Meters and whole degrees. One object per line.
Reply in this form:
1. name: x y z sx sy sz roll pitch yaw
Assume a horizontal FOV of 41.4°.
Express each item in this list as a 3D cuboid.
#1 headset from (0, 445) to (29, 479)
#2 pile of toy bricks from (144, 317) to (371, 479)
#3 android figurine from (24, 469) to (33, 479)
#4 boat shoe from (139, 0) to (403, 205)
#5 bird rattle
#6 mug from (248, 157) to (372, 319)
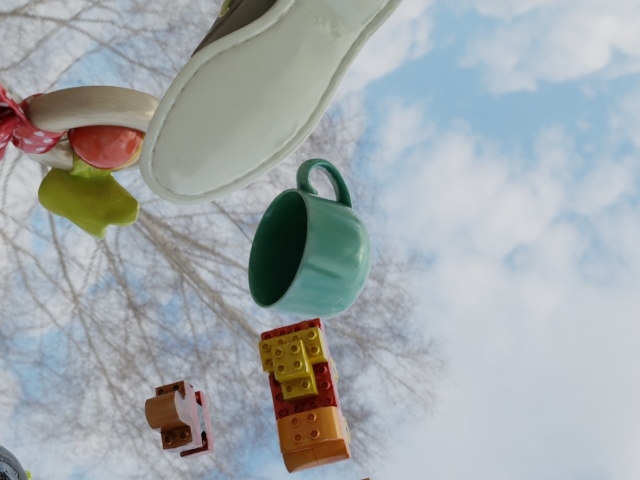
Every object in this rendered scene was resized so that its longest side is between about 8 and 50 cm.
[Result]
1. headset: -0.277 0.184 0.455 0.185 0.243 0.394 -93 -160 -54
2. pile of toy bricks: -0.026 0.132 0.356 0.118 0.105 0.212 -16 -115 6
3. android figurine: -0.249 0.339 0.773 0.056 0.273 0.248 -3 -153 14
4. boat shoe: -0.033 -0.157 0.677 0.305 0.109 0.091 -49 -153 4
5. bird rattle: -0.250 -0.116 0.873 0.207 0.253 0.143 -12 -115 14
6. mug: 0.001 0.008 0.900 0.158 0.097 0.129 -61 -149 21
